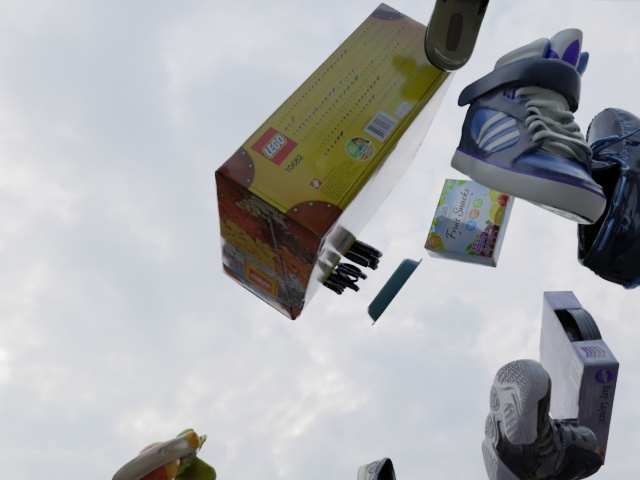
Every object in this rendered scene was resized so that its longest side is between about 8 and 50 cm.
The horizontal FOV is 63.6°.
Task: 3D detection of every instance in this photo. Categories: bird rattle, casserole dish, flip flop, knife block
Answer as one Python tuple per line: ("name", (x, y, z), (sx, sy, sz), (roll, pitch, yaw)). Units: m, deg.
("bird rattle", (-0.325, 0.432, 0.982), (0.253, 0.143, 0.207), (-6, -37, -31))
("casserole dish", (0.159, 0.106, 1.153), (0.188, 0.037, 0.114), (-53, -8, 2))
("flip flop", (0.232, -0.417, 0.832), (0.112, 0.080, 0.277), (11, -88, -5))
("knife block", (0.000, 0.000, 1.213), (0.242, 0.088, 0.276), (-20, -77, 29))

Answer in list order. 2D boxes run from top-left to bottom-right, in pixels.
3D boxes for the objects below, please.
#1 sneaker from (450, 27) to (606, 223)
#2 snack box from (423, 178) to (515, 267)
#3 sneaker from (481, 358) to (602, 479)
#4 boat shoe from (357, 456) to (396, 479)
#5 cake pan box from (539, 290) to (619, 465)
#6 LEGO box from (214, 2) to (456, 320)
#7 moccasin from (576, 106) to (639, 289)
("sneaker", (0.297, -0.173, 0.688), (0.130, 0.323, 0.236), (19, -75, -13))
("snack box", (0.376, -0.048, 1.300), (0.174, 0.207, 0.070), (10, -21, 34))
("sneaker", (0.335, 0.273, 0.764), (0.152, 0.101, 0.269), (-3, -56, -2))
("boat shoe", (0.146, 0.614, 1.220), (0.092, 0.285, 0.103), (-43, -84, 9))
("cake pan box", (0.507, 0.266, 1.041), (0.070, 0.246, 0.267), (-6, -65, 7))
("LEGO box", (0.033, -0.143, 1.001), (0.193, 0.500, 0.372), (33, -27, 9))
("moccasin", (0.454, -0.094, 0.808), (0.116, 0.342, 0.138), (16, -37, -4))
